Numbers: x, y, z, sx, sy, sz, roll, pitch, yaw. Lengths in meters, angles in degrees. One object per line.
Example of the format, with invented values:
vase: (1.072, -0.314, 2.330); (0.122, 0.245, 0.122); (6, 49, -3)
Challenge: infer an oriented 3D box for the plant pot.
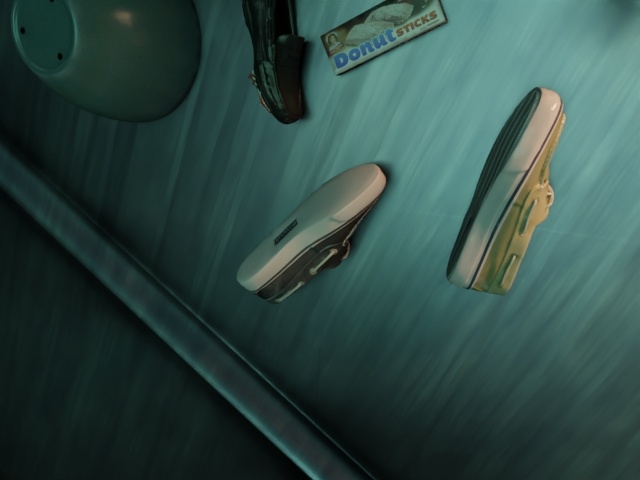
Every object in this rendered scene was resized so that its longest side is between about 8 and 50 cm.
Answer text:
plant pot: (-0.374, -0.338, 0.855); (0.290, 0.195, 0.290); (6, 107, 21)

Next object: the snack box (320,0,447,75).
snack box: (0.090, -0.309, 0.760); (0.178, 0.022, 0.064); (-19, 98, 26)

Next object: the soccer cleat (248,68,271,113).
soccer cleat: (-0.087, -0.247, 0.851); (0.035, 0.029, 0.083); (-26, 89, 31)

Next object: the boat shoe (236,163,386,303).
boat shoe: (0.000, 0.000, 0.849); (0.301, 0.108, 0.102); (-41, 119, 15)

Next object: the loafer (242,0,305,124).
loafer: (-0.062, -0.294, 0.799); (0.078, 0.076, 0.223); (-7, 98, 33)

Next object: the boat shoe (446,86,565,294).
boat shoe: (0.269, -0.057, 0.723); (0.094, 0.109, 0.302); (17, 121, 2)
